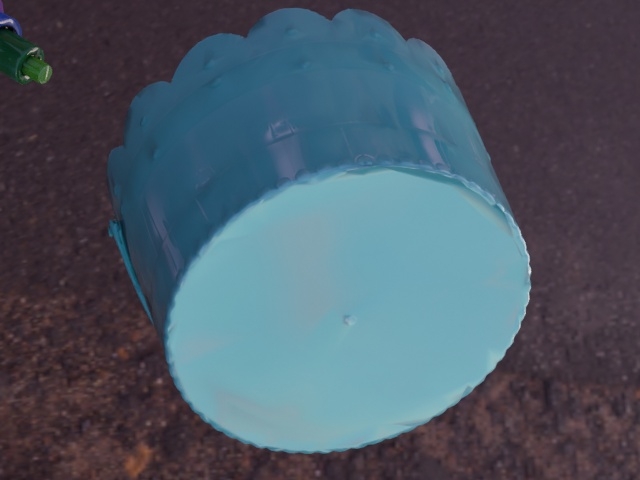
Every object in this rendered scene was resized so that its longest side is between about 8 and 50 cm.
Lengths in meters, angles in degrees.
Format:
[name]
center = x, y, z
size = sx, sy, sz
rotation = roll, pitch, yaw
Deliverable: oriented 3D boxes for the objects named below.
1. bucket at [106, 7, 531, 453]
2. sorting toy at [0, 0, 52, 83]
[bucket]
center = 0.000, 0.000, 0.808
size = 0.281, 0.281, 0.183
rotation = 37, 20, -35
[sorting toy]
center = -0.246, -0.171, 0.658
size = 0.127, 0.126, 0.365
rotation = -58, 162, -8
